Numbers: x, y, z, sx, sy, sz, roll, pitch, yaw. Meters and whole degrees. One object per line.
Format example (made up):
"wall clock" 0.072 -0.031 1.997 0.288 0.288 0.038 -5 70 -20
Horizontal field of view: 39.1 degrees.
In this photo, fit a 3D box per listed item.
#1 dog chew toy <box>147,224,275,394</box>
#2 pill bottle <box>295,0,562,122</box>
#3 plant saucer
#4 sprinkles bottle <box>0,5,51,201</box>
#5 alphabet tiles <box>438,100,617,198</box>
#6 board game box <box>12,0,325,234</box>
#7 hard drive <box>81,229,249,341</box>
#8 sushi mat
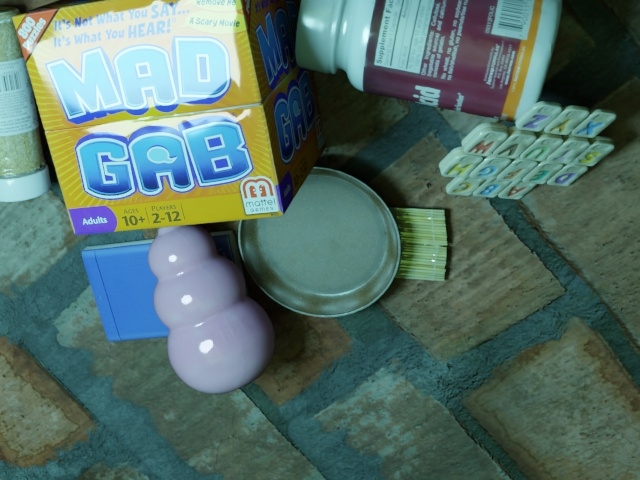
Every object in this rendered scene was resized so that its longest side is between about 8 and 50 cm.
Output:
"dog chew toy" -0.219 0.119 1.706 0.206 0.206 0.332 -19 100 19
"pill bottle" 0.170 -0.333 1.457 0.392 0.224 0.224 13 115 7
"plant saucer" 0.000 0.000 1.710 0.310 0.050 0.311 5 115 11
"sprinkles bottle" -0.599 -0.256 1.708 0.121 0.121 0.355 2 113 11
"alphabet tiles" 0.346 -0.139 1.502 0.284 0.021 0.278 2 153 -28
"board game box" -0.221 -0.250 1.500 0.356 0.356 0.356 -5 112 13
"hard drive" -0.310 0.097 1.841 0.318 0.040 0.210 -6 111 14
"sushi mat" 0.085 0.001 1.729 0.316 0.019 0.151 3 114 11
